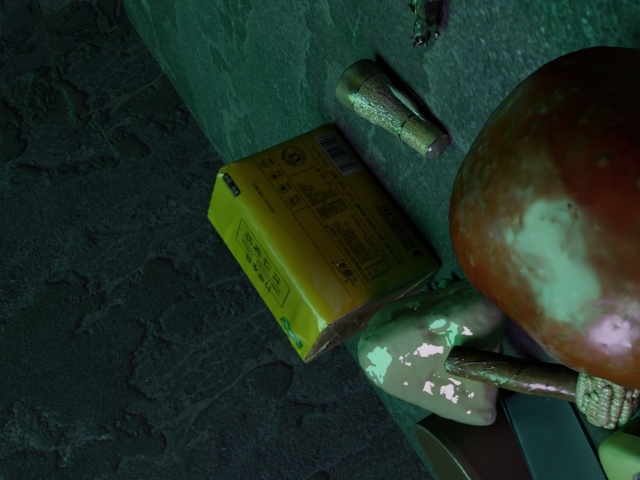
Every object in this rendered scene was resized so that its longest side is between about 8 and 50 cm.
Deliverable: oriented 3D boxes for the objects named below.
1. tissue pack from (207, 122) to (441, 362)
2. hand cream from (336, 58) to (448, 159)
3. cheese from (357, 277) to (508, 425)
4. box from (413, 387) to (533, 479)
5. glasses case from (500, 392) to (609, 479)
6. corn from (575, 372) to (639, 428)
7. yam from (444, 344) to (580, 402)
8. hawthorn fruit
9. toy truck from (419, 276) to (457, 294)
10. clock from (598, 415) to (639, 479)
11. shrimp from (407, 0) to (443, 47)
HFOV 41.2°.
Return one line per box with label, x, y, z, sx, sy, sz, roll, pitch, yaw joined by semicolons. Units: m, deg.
tissue pack;0.000;0.000;1.678;0.382;0.293;0.228;54;151;19
hand cream;0.112;-0.191;1.288;0.203;0.084;0.084;46;164;30
cheese;0.190;0.155;1.399;0.174;0.247;0.251;-66;-15;-53
box;0.335;0.396;1.535;0.301;0.216;0.301;53;169;16
glasses case;0.367;0.332;1.289;0.056;0.105;0.266;58;-168;-35
corn;0.374;0.170;1.087;0.087;0.087;0.211;51;167;34
yam;0.302;0.197;1.244;0.241;0.057;0.057;11;145;23
hawthorn fruit;0.244;-0.016;0.704;0.284;0.284;0.284;55;168;17
toy truck;0.239;0.166;1.643;0.135;0.128;0.259;31;164;4
clock;0.483;0.337;1.033;0.235;0.096;0.308;59;169;2
shrimp;0.126;-0.308;1.037;0.161;0.034;0.091;87;161;-56
